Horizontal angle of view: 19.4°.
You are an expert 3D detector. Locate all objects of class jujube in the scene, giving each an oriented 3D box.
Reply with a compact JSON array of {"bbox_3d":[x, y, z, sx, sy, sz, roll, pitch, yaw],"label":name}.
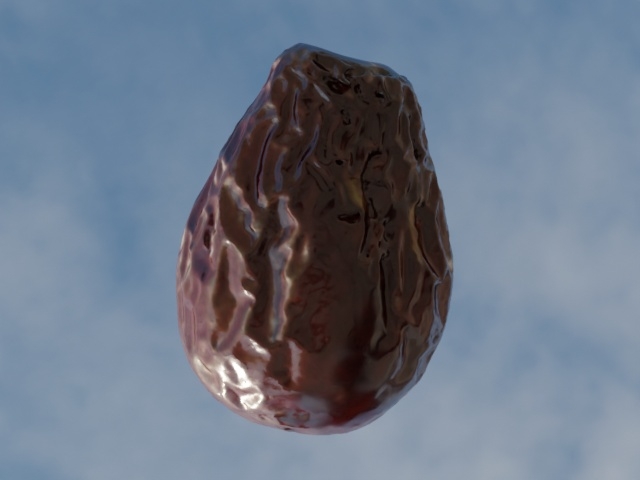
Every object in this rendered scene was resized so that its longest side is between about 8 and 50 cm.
[{"bbox_3d":[0.000,0.000,1.134,0.168,0.168,0.236,-1,-73,-32],"label":"jujube"}]
